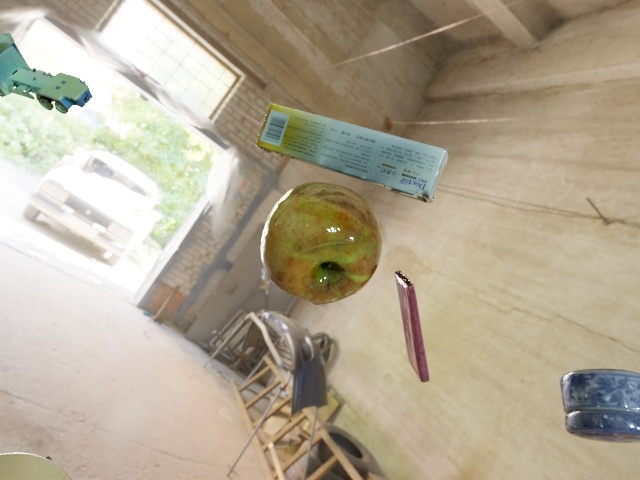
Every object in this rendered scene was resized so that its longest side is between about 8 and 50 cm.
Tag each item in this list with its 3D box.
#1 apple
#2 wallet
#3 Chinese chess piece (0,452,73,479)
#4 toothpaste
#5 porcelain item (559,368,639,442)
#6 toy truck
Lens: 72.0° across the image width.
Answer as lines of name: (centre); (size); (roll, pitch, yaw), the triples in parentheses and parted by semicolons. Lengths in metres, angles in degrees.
apple: (0.000, 0.000, 0.906); (0.246, 0.246, 0.226); (36, 26, -32)
wallet: (0.207, 0.194, 1.006); (0.119, 0.025, 0.232); (-109, -173, -78)
Chinese chess piece: (-0.538, 0.495, 0.726); (0.273, 0.102, 0.273); (28, 31, -19)
toothpaste: (0.048, -0.149, 0.734); (0.312, 0.089, 0.071); (20, 1, 18)
porcelain item: (0.527, 0.308, 0.811); (0.147, 0.114, 0.147); (7, -27, 3)
toy truck: (-0.437, -0.252, 0.665); (0.175, 0.067, 0.081); (19, -32, 8)
